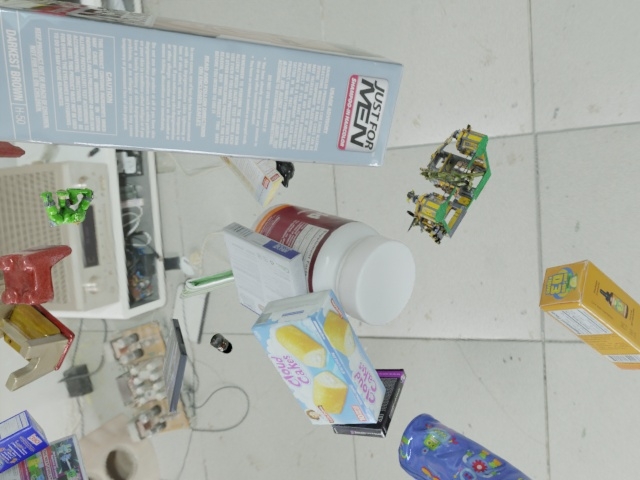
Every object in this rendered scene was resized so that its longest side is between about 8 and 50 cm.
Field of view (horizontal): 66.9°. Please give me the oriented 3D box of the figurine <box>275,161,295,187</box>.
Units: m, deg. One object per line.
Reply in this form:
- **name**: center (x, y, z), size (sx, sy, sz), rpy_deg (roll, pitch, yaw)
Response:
- **figurine**: center (-0.121, -0.302, 1.535), size (0.092, 0.215, 0.209), rpy_deg (-9, 122, 12)

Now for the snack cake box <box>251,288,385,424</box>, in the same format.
- **snack cake box**: center (0.001, 0.233, 0.938), size (0.152, 0.089, 0.264), rpy_deg (-16, 114, 29)

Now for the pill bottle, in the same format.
- **pill bottle**: center (0.015, 0.049, 1.156), size (0.392, 0.224, 0.224), rpy_deg (19, 103, 46)

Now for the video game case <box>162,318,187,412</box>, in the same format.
- **video game case**: center (-0.479, 0.400, 1.583), size (0.026, 0.274, 0.196), rpy_deg (9, 101, -25)

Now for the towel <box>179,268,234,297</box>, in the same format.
- **towel**: center (-0.317, 0.126, 1.528), size (0.247, 0.325, 0.038), rpy_deg (-16, 85, -21)

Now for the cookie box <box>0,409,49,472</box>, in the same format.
- **cookie box**: center (-0.544, 0.355, 0.838), size (0.040, 0.107, 0.092), rpy_deg (45, 147, 32)

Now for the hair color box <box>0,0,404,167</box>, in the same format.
- **hair color box**: center (-0.125, -0.169, 0.517), size (0.374, 0.185, 0.114), rpy_deg (2, 117, -18)

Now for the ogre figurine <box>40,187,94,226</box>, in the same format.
- **ogre figurine**: center (-0.842, -0.112, 1.618), size (0.096, 0.197, 0.118), rpy_deg (8, 103, -3)

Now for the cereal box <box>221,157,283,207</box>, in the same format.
- **cereal box**: center (-0.221, -0.231, 1.476), size (0.047, 0.173, 0.240), rpy_deg (-39, 85, -26)

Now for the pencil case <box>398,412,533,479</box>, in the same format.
- **pencil case**: center (0.273, 0.438, 0.879), size (0.306, 0.133, 0.119), rpy_deg (18, 121, 52)

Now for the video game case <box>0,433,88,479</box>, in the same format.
- **video game case**: center (-0.514, 0.472, 0.868), size (0.201, 0.183, 0.023), rpy_deg (52, 138, 34)

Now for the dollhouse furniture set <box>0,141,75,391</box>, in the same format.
- **dollhouse furniture set**: center (-0.461, -0.003, 0.681), size (0.374, 0.152, 0.201), rpy_deg (35, 107, 11)

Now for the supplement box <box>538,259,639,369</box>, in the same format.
- **supplement box**: center (0.458, 0.125, 0.779), size (0.233, 0.078, 0.080), rpy_deg (36, 153, -21)

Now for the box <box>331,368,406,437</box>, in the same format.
- **box**: center (0.103, 0.334, 1.008), size (0.116, 0.162, 0.029), rpy_deg (-9, 116, 33)

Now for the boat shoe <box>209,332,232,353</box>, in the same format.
- **boat shoe**: center (-0.327, 0.341, 1.602), size (0.042, 0.133, 0.049), rpy_deg (27, 72, 22)

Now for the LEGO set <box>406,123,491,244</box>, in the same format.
- **LEGO set**: center (0.337, -0.174, 1.403), size (0.192, 0.255, 0.331), rpy_deg (29, 90, 33)

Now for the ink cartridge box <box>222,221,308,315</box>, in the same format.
- **ink cartridge box**: center (-0.120, 0.090, 1.103), size (0.223, 0.045, 0.224), rpy_deg (24, 133, 35)
